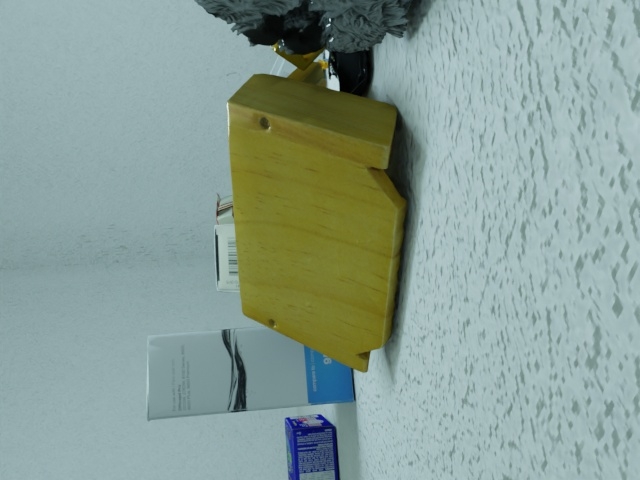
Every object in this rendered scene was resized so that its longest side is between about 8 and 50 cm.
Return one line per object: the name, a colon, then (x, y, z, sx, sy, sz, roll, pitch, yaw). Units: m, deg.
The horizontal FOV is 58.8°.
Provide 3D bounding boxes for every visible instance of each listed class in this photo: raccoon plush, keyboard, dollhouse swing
raccoon plush: (0.039, -0.371, 0.523, 0.446, 0.216, 0.299, -4, 79, 54)
keyboard: (0.040, -0.370, 0.891, 0.201, 0.033, 0.317, 166, 102, -77)
dollhouse swing: (0.033, -0.068, 0.846, 0.305, 0.315, 0.346, -40, -39, -44)

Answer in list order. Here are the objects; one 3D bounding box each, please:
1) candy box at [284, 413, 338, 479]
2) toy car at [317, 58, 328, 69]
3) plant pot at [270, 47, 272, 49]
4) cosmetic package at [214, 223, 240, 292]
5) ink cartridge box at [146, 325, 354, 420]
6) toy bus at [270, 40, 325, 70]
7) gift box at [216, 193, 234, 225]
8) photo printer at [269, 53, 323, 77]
candy box: (-0.023, 0.638, 1.498, 0.268, 0.122, 0.317, 124, 144, -77)
toy car: (0.016, -0.410, 1.139, 0.041, 0.060, 0.122, 14, 135, 39)
plant pot: (-0.064, -0.527, 1.429, 0.096, 0.109, 0.109, -122, 28, -52)
cosmetic package: (-0.106, 0.029, 1.312, 0.296, 0.129, 0.153, -3, -89, -64)
ink cartridge box: (-0.148, 0.272, 1.214, 0.285, 0.395, 0.166, 117, 149, -76)
toy bus: (0.004, -0.329, 0.762, 0.104, 0.202, 0.190, 14, -94, -57)
gift box: (-0.167, -0.038, 1.589, 0.255, 0.258, 0.276, -116, 6, -75)
photo printer: (-0.087, -0.302, 1.378, 0.307, 0.107, 0.256, 119, 172, -79)
